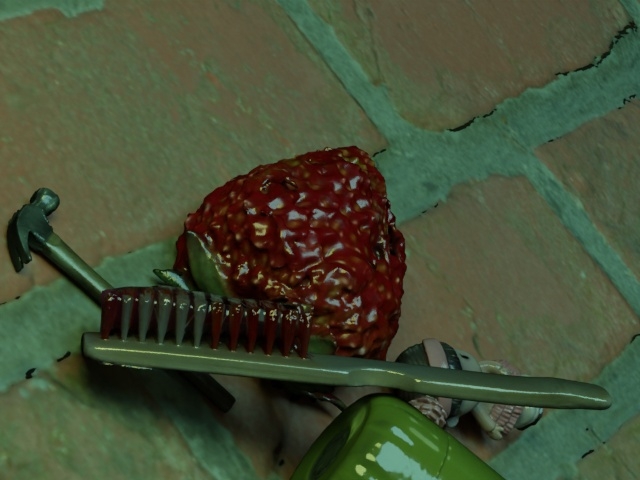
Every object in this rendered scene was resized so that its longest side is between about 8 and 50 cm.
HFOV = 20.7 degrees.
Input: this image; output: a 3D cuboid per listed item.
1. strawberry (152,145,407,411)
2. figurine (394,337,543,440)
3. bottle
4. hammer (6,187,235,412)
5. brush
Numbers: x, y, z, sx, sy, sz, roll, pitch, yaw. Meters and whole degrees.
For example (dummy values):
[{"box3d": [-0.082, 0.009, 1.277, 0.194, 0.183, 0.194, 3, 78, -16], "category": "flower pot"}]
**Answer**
[{"box3d": [0.012, 0.009, 1.196, 0.174, 0.098, 0.228, 50, 36, 3], "category": "strawberry"}, {"box3d": [0.101, 0.112, 1.235, 0.129, 0.054, 0.072, 20, 57, -43], "category": "figurine"}, {"box3d": [0.102, 0.209, 1.079, 0.260, 0.112, 0.112, 40, 35, -10], "category": "bottle"}, {"box3d": [-0.123, 0.044, 1.092, 0.182, 0.017, 0.062, 43, 35, -6], "category": "hammer"}, {"box3d": [0.018, 0.067, 1.063, 0.321, 0.060, 0.050, 8, 88, -9], "category": "brush"}]
